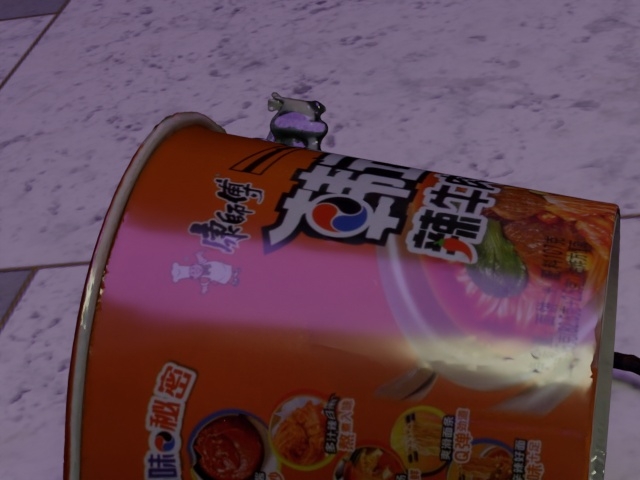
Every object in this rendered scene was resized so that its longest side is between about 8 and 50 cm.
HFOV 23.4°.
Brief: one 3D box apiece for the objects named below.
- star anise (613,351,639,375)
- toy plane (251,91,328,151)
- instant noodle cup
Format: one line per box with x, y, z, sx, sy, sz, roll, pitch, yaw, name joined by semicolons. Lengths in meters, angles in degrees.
0.121;0.061;0.813;0.191;0.070;0.097;16;67;39;star anise
-0.003;-0.006;0.953;0.262;0.088;0.192;8;62;28;toy plane
0.025;0.073;0.664;0.192;0.250;0.250;5;32;12;instant noodle cup
